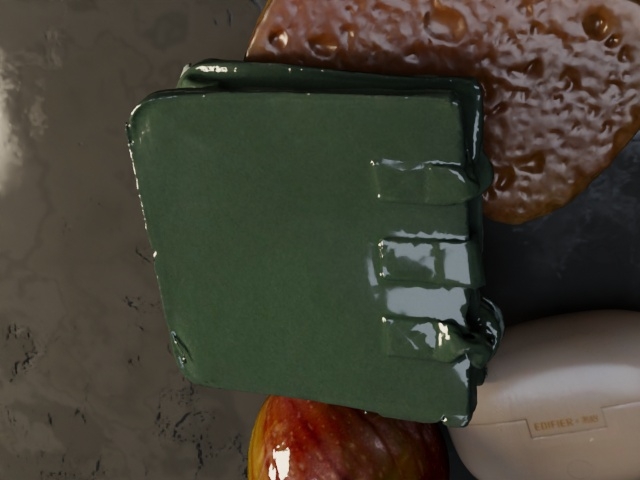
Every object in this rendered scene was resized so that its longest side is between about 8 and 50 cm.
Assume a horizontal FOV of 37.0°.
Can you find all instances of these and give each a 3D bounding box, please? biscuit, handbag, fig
[{"bbox_3d":[0.086,-0.114,0.699,0.277,0.052,0.262,31,120,3],"label":"biscuit"},{"bbox_3d":[0.000,-0.001,0.695,0.260,0.079,0.247,6,117,23],"label":"handbag"},{"bbox_3d":[0.004,0.158,0.790,0.175,0.175,0.207,-27,85,24],"label":"fig"}]

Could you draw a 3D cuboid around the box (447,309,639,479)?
[{"bbox_3d":[0.197,0.129,0.753,0.200,0.088,0.146,-14,106,20],"label":"box"}]
